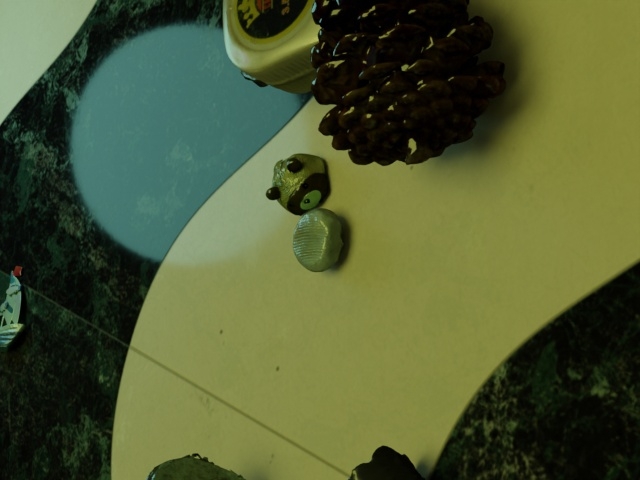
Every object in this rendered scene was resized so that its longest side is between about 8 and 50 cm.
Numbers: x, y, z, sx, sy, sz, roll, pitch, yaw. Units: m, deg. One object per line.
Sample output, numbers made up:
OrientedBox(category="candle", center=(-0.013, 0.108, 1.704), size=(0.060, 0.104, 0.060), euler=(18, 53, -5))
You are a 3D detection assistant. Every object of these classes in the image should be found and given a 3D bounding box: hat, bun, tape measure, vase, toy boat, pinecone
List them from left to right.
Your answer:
OrientedBox(category="toy boat", center=(-0.516, 0.122, 2.483), size=(0.105, 0.034, 0.149), euler=(21, 84, 53))
OrientedBox(category="hat", center=(-0.035, -0.077, 1.940), size=(0.077, 0.059, 0.076), euler=(-34, 51, 45))
OrientedBox(category="tape measure", center=(-0.023, -0.333, 1.941), size=(0.231, 0.133, 0.271), euler=(-19, 65, 38))
OrientedBox(category="bun", center=(0.000, 0.000, 1.888), size=(0.083, 0.045, 0.083), euler=(-11, 76, 48))
OrientedBox(category="pinecone", center=(0.095, -0.209, 1.699), size=(0.224, 0.224, 0.272), euler=(-32, 50, 41))
OrientedBox(category="vase", center=(0.135, 0.325, 1.611), size=(0.237, 0.115, 0.115), euler=(28, 102, 44))

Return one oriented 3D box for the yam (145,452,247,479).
OrientedBox(category="yam", center=(-0.206, 0.455, 1.877), size=(0.348, 0.241, 0.241), euler=(-52, 46, 23))
